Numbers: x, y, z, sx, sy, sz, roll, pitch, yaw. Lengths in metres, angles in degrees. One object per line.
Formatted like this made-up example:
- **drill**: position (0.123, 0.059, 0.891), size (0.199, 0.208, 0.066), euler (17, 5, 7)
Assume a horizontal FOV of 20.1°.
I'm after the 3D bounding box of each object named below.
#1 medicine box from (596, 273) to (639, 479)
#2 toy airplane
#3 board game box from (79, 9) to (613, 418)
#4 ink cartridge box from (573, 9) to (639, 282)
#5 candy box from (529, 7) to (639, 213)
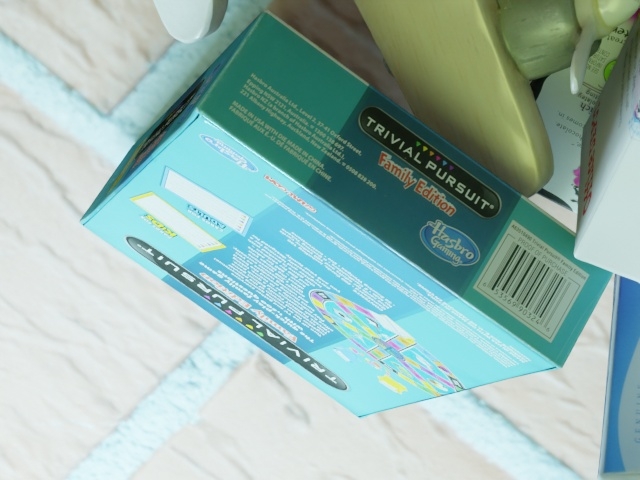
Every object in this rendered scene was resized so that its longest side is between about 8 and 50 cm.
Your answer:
- **medicine box**: position (0.263, 0.193, 1.218), size (0.149, 0.263, 0.289), euler (3, 122, 10)
- **toy airplane**: position (0.034, -0.257, 1.028), size (0.384, 0.272, 0.386), euler (41, 143, 27)
- **board game box**: position (0.000, 0.000, 1.159), size (0.254, 0.079, 0.336), euler (36, 161, -10)
- **ink cartridge box**: position (0.264, -0.091, 1.016), size (0.168, 0.171, 0.232), euler (21, 123, -2)
- **candy box**: position (0.228, -0.115, 1.153), size (0.159, 0.071, 0.233), euler (27, 122, -5)
